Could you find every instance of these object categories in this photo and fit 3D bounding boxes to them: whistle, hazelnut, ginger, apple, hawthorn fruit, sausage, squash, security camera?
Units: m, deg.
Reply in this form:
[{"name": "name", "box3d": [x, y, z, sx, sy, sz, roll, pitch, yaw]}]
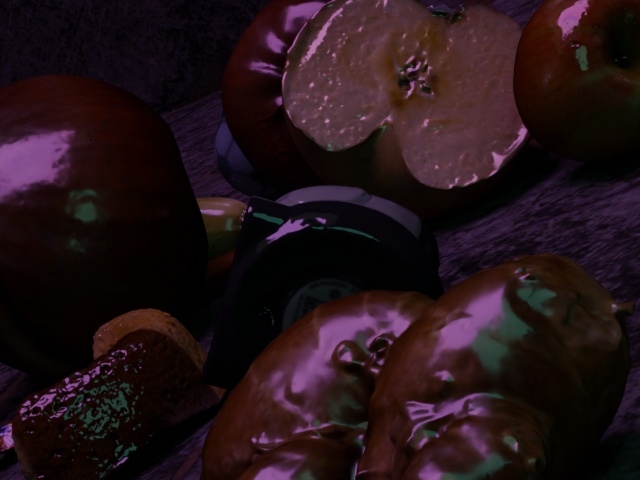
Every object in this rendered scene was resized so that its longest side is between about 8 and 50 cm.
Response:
[{"name": "whistle", "box3d": [-0.060, -0.120, 2.551, 0.163, 0.163, 0.289, -32, 49, -20]}, {"name": "hazelnut", "box3d": [-0.326, -0.013, 2.130, 0.359, 0.359, 0.409, -29, 29, -7]}, {"name": "ginger", "box3d": [0.042, 0.149, 1.205, 0.357, 0.152, 0.274, -17, 36, 40]}, {"name": "apple", "box3d": [0.296, -0.178, 1.878, 0.196, 0.196, 0.196, -26, 13, 6]}, {"name": "hawthorn fruit", "box3d": [0.031, -0.187, 2.275, 0.308, 0.308, 0.324, -22, -16, 23]}, {"name": "sausage", "box3d": [-0.138, 0.049, 2.197, 0.131, 0.041, 0.039, -25, 34, 11]}, {"name": "squash", "box3d": [-0.168, -0.016, 2.315, 0.287, 0.137, 0.137, -19, 15, 32]}, {"name": "security camera", "box3d": [0.015, 0.043, 1.571, 0.191, 0.197, 0.277, 14, 13, 0]}, {"name": "apple", "box3d": [0.103, -0.147, 2.042, 0.163, 0.293, 0.251, 95, -162, -65]}]

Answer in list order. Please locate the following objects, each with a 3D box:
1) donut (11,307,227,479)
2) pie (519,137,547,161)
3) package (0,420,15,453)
[{"name": "donut", "box3d": [-0.189, 0.147, 1.747, 0.151, 0.112, 0.295, -23, 14, 27]}, {"name": "pie", "box3d": [0.196, -0.099, 2.112, 0.170, 0.034, 0.092, -17, 17, 18]}, {"name": "package", "box3d": [-0.327, 0.211, 1.957, 0.110, 0.033, 0.077, -29, 2, -31]}]
